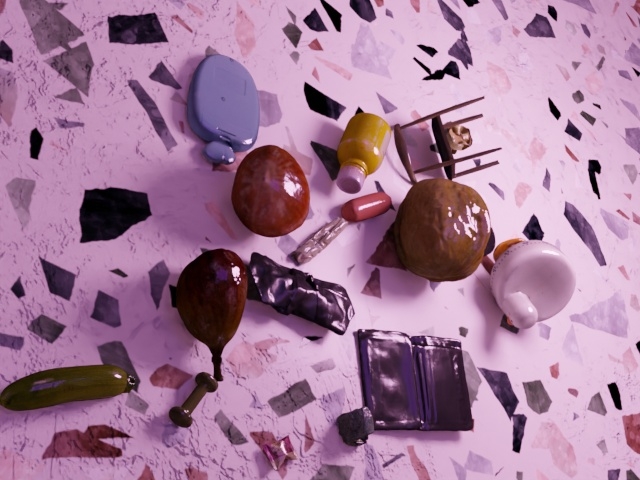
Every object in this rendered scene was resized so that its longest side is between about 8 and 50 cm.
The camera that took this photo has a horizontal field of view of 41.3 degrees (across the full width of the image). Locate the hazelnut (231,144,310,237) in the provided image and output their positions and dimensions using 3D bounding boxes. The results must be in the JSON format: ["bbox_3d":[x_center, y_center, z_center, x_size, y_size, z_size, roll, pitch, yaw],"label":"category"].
[{"bbox_3d":[-0.115,-0.110,1.900,0.214,0.176,0.214,-16,90,-86],"label":"hazelnut"}]

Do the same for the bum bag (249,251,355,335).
[{"bbox_3d":[-0.039,0.125,1.932,0.310,0.074,0.137,23,47,-30],"label":"bum bag"}]

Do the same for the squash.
[{"bbox_3d":[-0.450,0.262,1.537,0.258,0.069,0.069,-3,71,-39],"label":"squash"}]

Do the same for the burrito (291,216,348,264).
[{"bbox_3d":[0.000,0.000,2.043,0.185,0.041,0.045,-44,108,-40],"label":"burrito"}]

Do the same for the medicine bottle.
[{"bbox_3d":[0.100,-0.216,2.173,0.122,0.122,0.213,36,51,-20],"label":"medicine bottle"}]

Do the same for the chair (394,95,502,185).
[{"bbox_3d":[0.349,-0.268,2.375,0.166,0.272,0.188,53,22,-76],"label":"chair"}]

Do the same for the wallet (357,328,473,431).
[{"bbox_3d":[0.234,0.341,2.068,0.322,0.041,0.247,9,63,-32],"label":"wallet"}]

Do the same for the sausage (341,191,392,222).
[{"bbox_3d":[0.119,-0.086,2.165,0.154,0.062,0.062,-18,81,-43],"label":"sausage"}]

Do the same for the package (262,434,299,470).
[{"bbox_3d":[-0.080,0.442,1.775,0.083,0.029,0.059,-10,68,-52],"label":"package"}]

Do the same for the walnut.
[{"bbox_3d":[0.313,-0.030,2.178,0.227,0.282,0.283,43,41,-54],"label":"walnut"}]

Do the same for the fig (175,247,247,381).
[{"bbox_3d":[-0.220,0.154,1.736,0.145,0.170,0.274,-3,90,-20],"label":"fig"}]

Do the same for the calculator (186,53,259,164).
[{"bbox_3d":[-0.227,-0.311,2.008,0.188,0.042,0.303,20,55,-32],"label":"calculator"}]

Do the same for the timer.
[{"bbox_3d":[0.583,0.123,2.316,0.233,0.233,0.240,35,14,-21],"label":"timer"}]

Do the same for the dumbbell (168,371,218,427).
[{"bbox_3d":[-0.251,0.316,1.686,0.052,0.046,0.118,50,48,-16],"label":"dumbbell"}]

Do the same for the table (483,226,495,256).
[{"bbox_3d":[0.433,-0.014,2.396,0.133,0.043,0.134,17,60,-33],"label":"table"}]

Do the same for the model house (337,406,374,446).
[{"bbox_3d":[0.088,0.413,1.887,0.066,0.083,0.079,-1,70,-41],"label":"model house"}]

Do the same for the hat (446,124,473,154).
[{"bbox_3d":[0.403,-0.298,2.500,0.076,0.059,0.077,2,62,-21],"label":"hat"}]
